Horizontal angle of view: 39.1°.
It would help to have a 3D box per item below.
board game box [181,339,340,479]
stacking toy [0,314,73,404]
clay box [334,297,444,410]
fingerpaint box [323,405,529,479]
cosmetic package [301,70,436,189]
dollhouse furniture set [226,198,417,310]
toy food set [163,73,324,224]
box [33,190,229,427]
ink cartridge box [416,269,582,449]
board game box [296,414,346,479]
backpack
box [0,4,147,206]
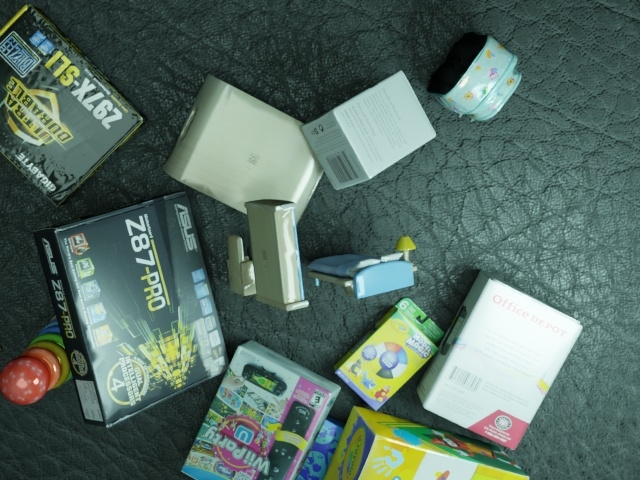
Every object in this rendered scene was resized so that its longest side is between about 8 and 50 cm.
[{"bbox_3d":[-0.126,0.398,1.906,0.224,0.097,0.303,26,97,11],"label":"board game box"},{"bbox_3d":[-0.526,0.235,1.770,0.141,0.330,0.141,1,100,4],"label":"stacking toy"},{"bbox_3d":[0.151,0.242,1.934,0.127,0.053,0.222,43,96,-7],"label":"clay box"},{"bbox_3d":[0.170,0.617,1.903,0.371,0.163,0.445,18,98,-18],"label":"fingerpaint box"},{"bbox_3d":[0.094,-0.216,1.783,0.183,0.151,0.151,-34,99,-26],"label":"cosmetic package"},{"bbox_3d":[0.000,0.000,1.821,0.303,0.286,0.198,-10,101,-29],"label":"dollhouse furniture set"},{"bbox_3d":[-0.141,-0.175,1.856,0.306,0.092,0.220,26,97,-14],"label":"toy food set"},{"bbox_3d":[-0.365,0.127,1.792,0.097,0.318,0.395,-4,101,43],"label":"box"},{"bbox_3d":[0.372,0.250,1.903,0.226,0.131,0.306,27,95,-5],"label":"ink cartridge box"},{"bbox_3d":[0.040,0.485,1.971,0.210,0.047,0.160,28,97,-6],"label":"board game box"},{"bbox_3d":[0.310,-0.323,1.785,0.144,0.188,0.166,37,95,-6],"label":"backpack"},{"bbox_3d":[-0.555,-0.271,1.828,0.257,0.079,0.322,-43,97,3],"label":"box"}]
